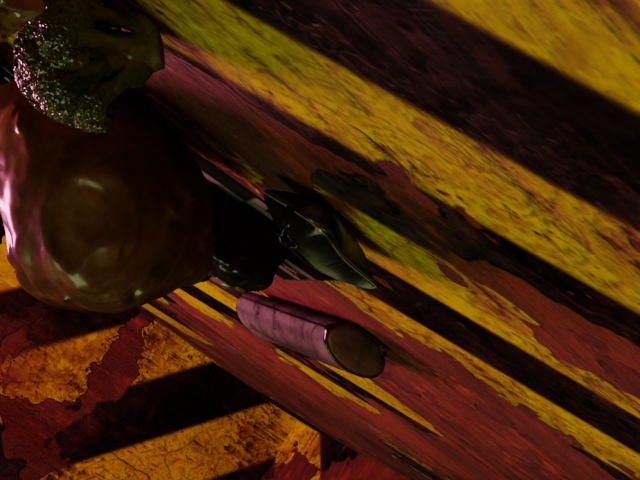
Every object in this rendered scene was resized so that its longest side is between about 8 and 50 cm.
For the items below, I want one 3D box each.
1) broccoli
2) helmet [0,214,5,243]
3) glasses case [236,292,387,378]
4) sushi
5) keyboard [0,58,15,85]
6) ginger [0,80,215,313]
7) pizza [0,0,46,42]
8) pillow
[{"bbox_3d":[-0.187,-0.147,1.093,0.120,0.130,0.131,-7,154,-1],"label":"broccoli"},{"bbox_3d":[-0.585,-0.128,2.092,0.305,0.177,0.225,36,-171,-10],"label":"helmet"},{"bbox_3d":[-0.021,0.134,1.980,0.114,0.060,0.299,35,169,-27],"label":"glasses case"},{"bbox_3d":[-0.136,0.008,1.643,0.296,0.100,0.373,35,169,-14],"label":"sushi"},{"bbox_3d":[-0.362,-0.181,1.668,0.262,0.016,0.106,38,168,-26],"label":"keyboard"},{"bbox_3d":[-0.226,-0.057,1.385,0.223,0.269,0.200,-16,167,23],"label":"ginger"},{"bbox_3d":[-0.332,-0.265,1.024,0.305,0.086,0.161,38,163,-8],"label":"pizza"},{"bbox_3d":[0.001,-0.002,1.340,0.091,0.055,0.135,2,155,34],"label":"pillow"}]
